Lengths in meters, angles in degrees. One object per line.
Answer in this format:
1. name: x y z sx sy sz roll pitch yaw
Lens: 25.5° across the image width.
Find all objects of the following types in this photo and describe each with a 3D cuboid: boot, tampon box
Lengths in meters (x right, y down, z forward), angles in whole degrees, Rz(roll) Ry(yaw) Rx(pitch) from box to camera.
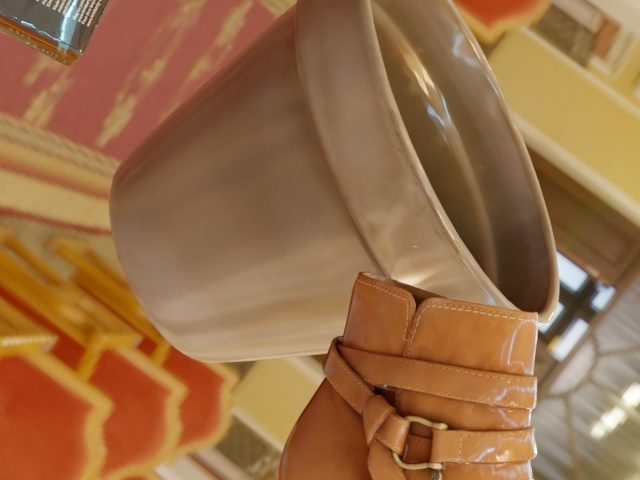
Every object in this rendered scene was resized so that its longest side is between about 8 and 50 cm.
1. boot: 0.099 0.148 0.806 0.109 0.283 0.220 17 91 -50
2. tampon box: -0.212 -0.198 0.931 0.101 0.161 0.120 -64 -166 -2

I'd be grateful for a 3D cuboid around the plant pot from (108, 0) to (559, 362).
1. plant pot: -0.004 -0.038 1.129 0.280 0.323 0.323 -22 -175 22
